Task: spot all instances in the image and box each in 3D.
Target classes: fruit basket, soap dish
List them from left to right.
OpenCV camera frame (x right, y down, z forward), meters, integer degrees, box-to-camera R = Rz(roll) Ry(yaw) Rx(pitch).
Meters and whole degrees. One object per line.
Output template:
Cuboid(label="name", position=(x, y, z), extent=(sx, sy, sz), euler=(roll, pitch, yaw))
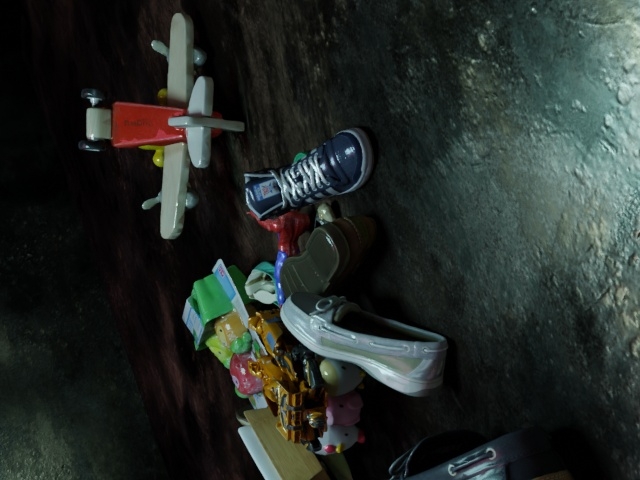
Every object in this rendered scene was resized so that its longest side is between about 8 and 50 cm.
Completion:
Cuboid(label="fruit basket", position=(-0.191, 0.254, 2.196), extent=(0.327, 0.165, 0.353), euler=(120, 131, -64))
Cuboid(label="soap dish", position=(-0.046, 0.497, 2.011), extent=(0.229, 0.118, 0.291), euler=(51, 170, 42))

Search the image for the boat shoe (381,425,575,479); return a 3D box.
Cuboid(label="boat shoe", position=(0.197, 0.365, 1.432), extent=(0.500, 0.186, 0.156), euler=(-32, 70, 60))

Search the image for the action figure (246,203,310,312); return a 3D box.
Cuboid(label="action figure", position=(-0.078, 0.025, 1.891), extent=(0.139, 0.091, 0.280), euler=(39, 134, 54))

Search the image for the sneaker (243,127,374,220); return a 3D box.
Cuboid(label="sneaker", position=(-0.031, -0.108, 1.638), extent=(0.282, 0.153, 0.099), euler=(-27, 80, 59))

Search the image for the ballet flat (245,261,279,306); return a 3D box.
Cuboid(label="ballet flat", position=(-0.114, 0.096, 2.048), extent=(0.247, 0.087, 0.083), euler=(12, 115, 64))

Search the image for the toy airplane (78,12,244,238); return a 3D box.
Cuboid(label="toy airplane", position=(-0.323, -0.257, 2.142), extent=(0.386, 0.272, 0.384), euler=(-46, 68, 21))

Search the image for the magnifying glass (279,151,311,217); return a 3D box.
Cuboid(label="magnifying glass", position=(-0.040, -0.094, 1.854), extent=(0.092, 0.026, 0.231), euler=(66, 153, 18))

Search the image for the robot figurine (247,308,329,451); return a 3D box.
Cuboid(label="robot figurine", position=(-0.061, 0.258, 1.752), extent=(0.291, 0.085, 0.211), euler=(-128, 35, -59))

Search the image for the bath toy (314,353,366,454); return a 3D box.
Cuboid(label="bath toy", position=(0.036, 0.284, 1.806), extent=(0.151, 0.129, 0.348), euler=(-64, -15, -51))

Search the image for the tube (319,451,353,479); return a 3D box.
Cuboid(label="tube", position=(0.007, 0.423, 2.032), extent=(0.062, 0.070, 0.240), euler=(-43, 61, 20))

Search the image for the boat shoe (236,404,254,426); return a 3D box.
Cuboid(label="boat shoe", position=(-0.155, 0.466, 2.400), extent=(0.190, 0.068, 0.072), euler=(9, 124, 64))

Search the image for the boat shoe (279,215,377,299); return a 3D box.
Cuboid(label="boat shoe", position=(0.017, 0.046, 1.718), extent=(0.111, 0.104, 0.307), euler=(61, 153, 8))

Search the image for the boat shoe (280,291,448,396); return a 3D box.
Cuboid(label="boat shoe", position=(0.071, 0.150, 1.587), extent=(0.320, 0.118, 0.103), euler=(26, 117, 34))

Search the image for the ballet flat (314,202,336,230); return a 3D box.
Cuboid(label="ballet flat", position=(0.000, 0.000, 1.786), extent=(0.057, 0.049, 0.173), euler=(54, 149, 37))
